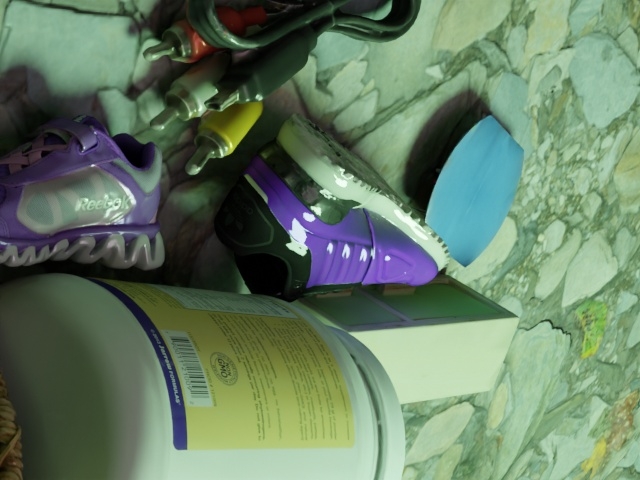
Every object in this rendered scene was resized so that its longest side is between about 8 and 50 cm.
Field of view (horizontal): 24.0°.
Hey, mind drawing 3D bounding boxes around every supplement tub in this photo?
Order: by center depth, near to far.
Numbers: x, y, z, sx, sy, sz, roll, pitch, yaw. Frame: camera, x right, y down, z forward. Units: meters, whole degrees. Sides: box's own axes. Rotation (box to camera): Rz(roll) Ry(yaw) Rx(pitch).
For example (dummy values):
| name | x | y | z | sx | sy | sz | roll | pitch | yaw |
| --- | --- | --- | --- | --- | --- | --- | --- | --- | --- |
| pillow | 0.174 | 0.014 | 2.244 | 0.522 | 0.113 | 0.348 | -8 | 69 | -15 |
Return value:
| name | x | y | z | sx | sy | sz | roll | pitch | yaw |
| --- | --- | --- | --- | --- | --- | --- | --- | --- | --- |
| supplement tub | -0.110 | 0.154 | 1.146 | 0.331 | 0.241 | 0.241 | 10 | 108 | -52 |

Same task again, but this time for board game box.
| name | x | y | z | sx | sy | sz | roll | pitch | yaw |
| --- | --- | --- | --- | --- | --- | --- | --- | --- | --- |
| board game box | 0.140 | -0.052 | 1.470 | 0.133 | 0.033 | 0.168 | -62 | 149 | -3 |

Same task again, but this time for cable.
| name | x | y | z | sx | sy | sz | roll | pitch | yaw |
| --- | --- | --- | --- | --- | --- | --- | --- | --- | --- |
| cable | -0.030 | -0.174 | 1.185 | 0.287 | 0.072 | 0.139 | -41 | 125 | -41 |

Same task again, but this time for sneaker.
| name | x | y | z | sx | sy | sz | roll | pitch | yaw |
| --- | --- | --- | --- | --- | --- | --- | --- | --- | --- |
| sneaker | -0.192 | -0.039 | 1.045 | 0.236 | 0.095 | 0.104 | 1 | 107 | -55 |
| sneaker | -0.001 | -0.001 | 1.295 | 0.146 | 0.102 | 0.293 | -46 | 148 | 7 |

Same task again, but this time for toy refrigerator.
| name | x | y | z | sx | sy | sz | roll | pitch | yaw |
| --- | --- | --- | --- | --- | --- | --- | --- | --- | --- |
| toy refrigerator | 0.065 | 0.090 | 1.424 | 0.269 | 0.102 | 0.094 | -1 | 116 | -49 |

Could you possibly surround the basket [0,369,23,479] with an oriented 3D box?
| name | x | y | z | sx | sy | sz | roll | pitch | yaw |
| --- | --- | --- | --- | --- | --- | --- | --- | --- | --- |
| basket | -0.319 | 0.125 | 0.902 | 0.299 | 0.213 | 0.223 | 9 | 109 | -52 |
